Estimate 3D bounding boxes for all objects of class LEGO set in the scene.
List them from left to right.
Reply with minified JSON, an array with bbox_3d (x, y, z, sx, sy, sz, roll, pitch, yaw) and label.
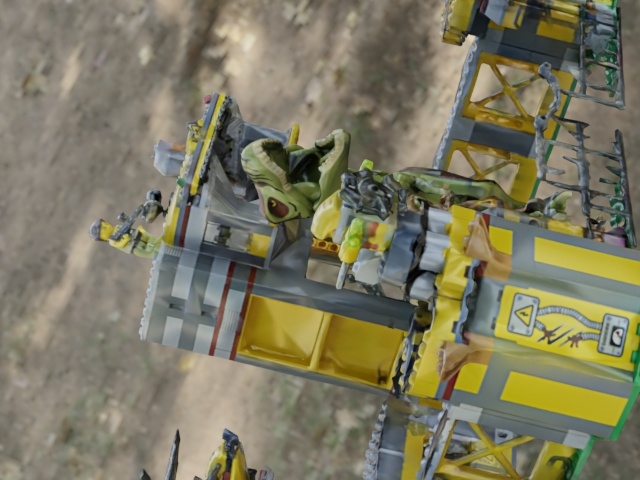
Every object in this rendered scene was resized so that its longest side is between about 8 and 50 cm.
[{"bbox_3d":[0.000,0.000,0.592,0.255,0.192,0.331,106,177,-46],"label":"LEGO set"}]
